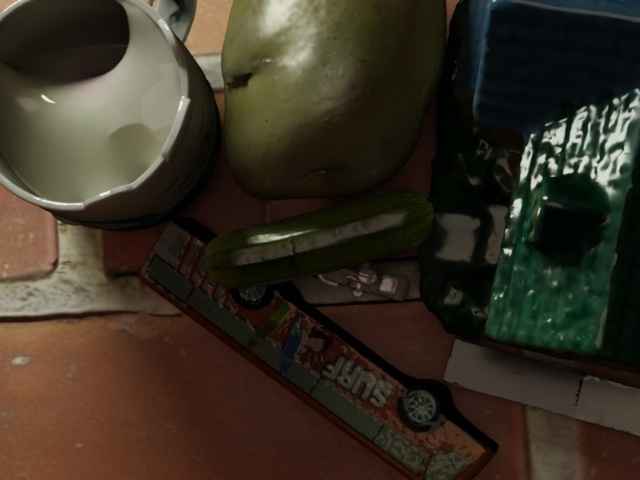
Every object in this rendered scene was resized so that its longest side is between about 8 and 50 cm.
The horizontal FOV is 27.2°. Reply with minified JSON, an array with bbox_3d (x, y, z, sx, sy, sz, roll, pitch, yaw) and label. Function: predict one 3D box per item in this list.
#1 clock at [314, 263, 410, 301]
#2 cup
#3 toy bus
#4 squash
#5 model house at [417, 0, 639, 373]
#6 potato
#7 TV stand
[{"bbox_3d":[0.030,0.035,1.375,0.129,0.087,0.041,18,85,1],"label":"clock"},{"bbox_3d":[-0.203,-0.152,1.334,0.219,0.257,0.290,20,85,8],"label":"cup"},{"bbox_3d":[-0.002,0.116,1.363,0.409,0.093,0.092,36,96,11],"label":"toy bus"},{"bbox_3d":[0.000,0.000,1.294,0.228,0.066,0.066,-13,82,8],"label":"squash"},{"bbox_3d":[0.257,-0.077,1.231,0.334,0.342,0.382,10,84,7],"label":"model house"},{"bbox_3d":[0.014,-0.190,1.323,0.221,0.243,0.326,6,70,2],"label":"potato"},{"bbox_3d":[0.255,0.157,1.353,0.256,0.040,0.049,15,84,8],"label":"TV stand"}]
